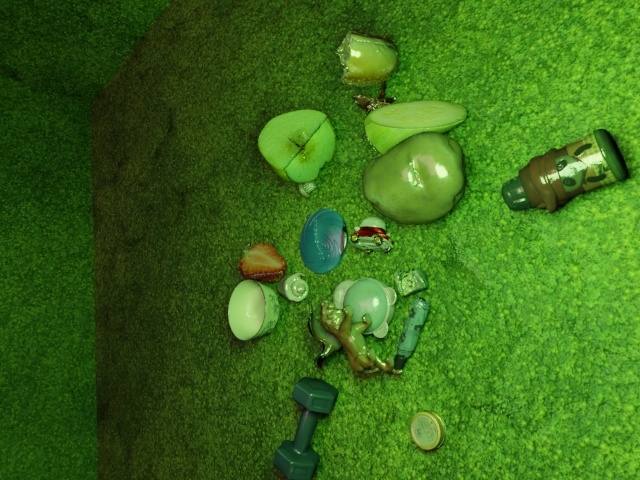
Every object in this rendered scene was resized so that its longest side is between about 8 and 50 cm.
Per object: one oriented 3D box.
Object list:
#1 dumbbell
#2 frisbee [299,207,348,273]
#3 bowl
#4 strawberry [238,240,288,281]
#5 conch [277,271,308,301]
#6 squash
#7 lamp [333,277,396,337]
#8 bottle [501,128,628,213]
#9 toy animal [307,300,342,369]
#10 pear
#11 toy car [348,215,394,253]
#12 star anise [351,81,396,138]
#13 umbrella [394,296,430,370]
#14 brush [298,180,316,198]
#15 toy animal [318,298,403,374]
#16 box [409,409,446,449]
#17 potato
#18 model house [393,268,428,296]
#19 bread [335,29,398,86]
[{"bbox_3d":[-0.048,0.632,1.678,0.159,0.144,0.325,21,97,43],"label":"dumbbell"},{"bbox_3d":[0.000,0.000,1.815,0.242,0.045,0.242,-8,79,43],"label":"frisbee"},{"bbox_3d":[-0.246,0.272,1.947,0.237,0.126,0.238,-9,77,43],"label":"bowl"},{"bbox_3d":[-0.224,0.109,1.983,0.175,0.107,0.236,-37,48,-7],"label":"strawberry"},{"bbox_3d":[-0.104,0.175,1.877,0.176,0.094,0.105,173,90,-72],"label":"conch"},{"bbox_3d":[0.281,-0.376,1.506,0.260,0.189,0.190,-30,63,42],"label":"squash"},{"bbox_3d":[0.130,0.203,1.605,0.246,0.107,0.180,17,91,45],"label":"lamp"},{"bbox_3d":[0.579,-0.147,1.204,0.271,0.143,0.156,-27,39,36],"label":"bottle"},{"bbox_3d":[0.031,0.332,1.618,0.160,0.273,0.197,-16,27,7],"label":"toy animal"},{"bbox_3d":[-0.103,-0.349,1.845,0.292,0.159,0.293,-9,61,16],"label":"pear"},{"bbox_3d":[0.173,-0.024,1.617,0.139,0.112,0.112,2,68,35],"label":"toy car"},{"bbox_3d":[0.192,-0.438,1.706,0.140,0.144,0.158,-23,66,-10],"label":"star anise"},{"bbox_3d":[0.268,0.287,1.490,0.053,0.052,0.251,18,105,10],"label":"umbrella"},{"bbox_3d":[-0.080,-0.313,1.941,0.065,0.070,0.328,-28,61,18],"label":"brush"},{"bbox_3d":[0.101,0.305,1.522,0.157,0.097,0.313,-39,78,43],"label":"toy animal"},{"bbox_3d":[0.306,0.540,1.419,0.105,0.037,0.106,-9,77,44],"label":"box"},{"bbox_3d":[0.276,-0.169,1.439,0.243,0.221,0.326,49,135,-13],"label":"potato"},{"bbox_3d":[0.276,0.119,1.505,0.083,0.066,0.079,-30,65,36],"label":"model house"},{"bbox_3d":[0.160,-0.605,1.664,0.314,0.191,0.171,-101,19,-63],"label":"bread"}]
